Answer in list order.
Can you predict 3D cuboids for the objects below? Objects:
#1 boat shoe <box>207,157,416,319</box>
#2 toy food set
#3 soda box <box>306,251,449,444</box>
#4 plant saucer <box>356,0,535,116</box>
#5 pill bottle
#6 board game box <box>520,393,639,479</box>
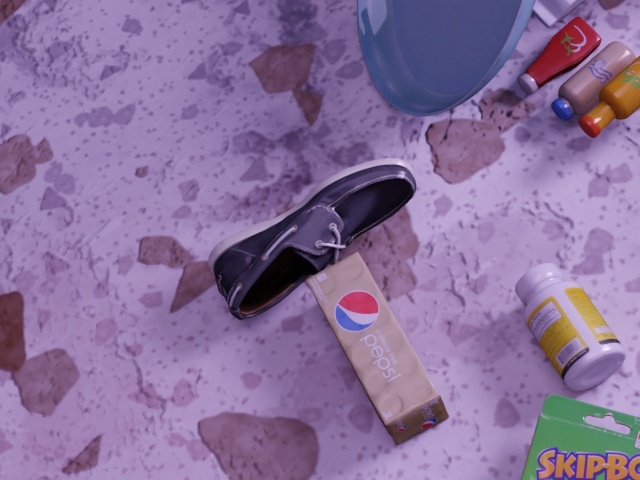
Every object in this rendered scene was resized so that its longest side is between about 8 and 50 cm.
[{"bbox_3d":[0.000,0.000,1.518,0.233,0.084,0.079,-30,45,7],"label":"boat shoe"},{"bbox_3d":[0.238,-0.209,1.548,0.104,0.111,0.232,-41,82,-9],"label":"toy food set"},{"bbox_3d":[0.055,0.104,1.467,0.061,0.058,0.181,-28,58,-1],"label":"soda box"},{"bbox_3d":[0.137,-0.284,1.558,0.044,0.317,0.317,4,54,-30],"label":"plant saucer"},{"bbox_3d":[0.233,0.079,1.429,0.065,0.065,0.116,-29,59,-1],"label":"pill bottle"},{"bbox_3d":[0.226,0.268,1.332,0.124,0.039,0.259,15,66,12],"label":"board game box"}]
